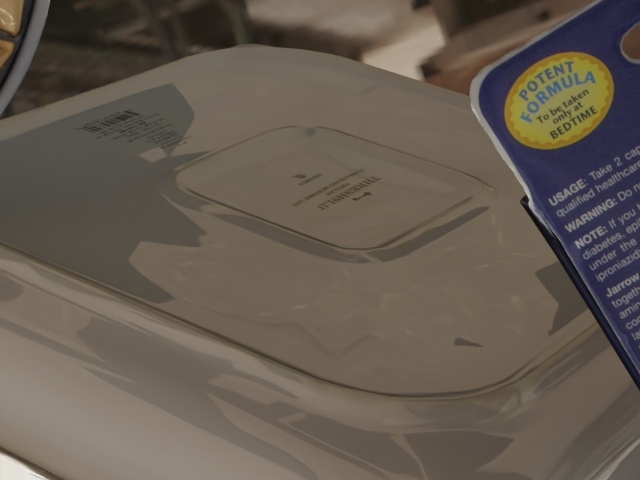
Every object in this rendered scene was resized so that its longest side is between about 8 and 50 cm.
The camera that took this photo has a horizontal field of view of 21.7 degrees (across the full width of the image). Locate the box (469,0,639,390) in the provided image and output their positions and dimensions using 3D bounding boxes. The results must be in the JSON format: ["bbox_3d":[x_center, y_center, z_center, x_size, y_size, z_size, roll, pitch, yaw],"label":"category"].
[{"bbox_3d":[0.154,0.016,0.472,0.136,0.225,0.036,-31,-177,5],"label":"box"}]

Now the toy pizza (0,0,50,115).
[{"bbox_3d":[-0.189,-0.101,0.553,0.201,0.201,0.032,-16,180,-7],"label":"toy pizza"}]

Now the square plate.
[{"bbox_3d":[0.000,0.000,0.645,0.344,0.049,0.347,21,-151,29],"label":"square plate"}]
